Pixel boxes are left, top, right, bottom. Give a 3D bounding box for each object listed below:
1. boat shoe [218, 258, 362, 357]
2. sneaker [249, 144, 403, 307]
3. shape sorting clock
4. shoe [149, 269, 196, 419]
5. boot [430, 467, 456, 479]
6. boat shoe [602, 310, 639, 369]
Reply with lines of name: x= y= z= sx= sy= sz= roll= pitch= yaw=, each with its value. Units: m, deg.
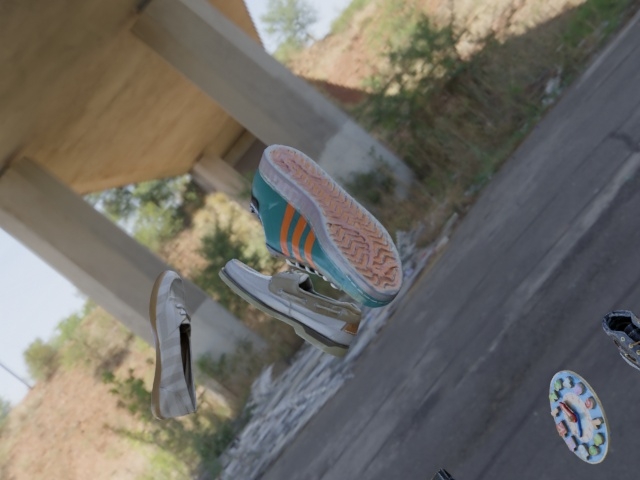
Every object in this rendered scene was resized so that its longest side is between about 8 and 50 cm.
boat shoe: x=-0.055 y=0.108 z=1.568 sx=0.103 sy=0.302 sz=0.113 roll=-61 pitch=-14 yaw=6
sneaker: x=0.000 y=0.000 z=1.106 sx=0.108 sy=0.302 sz=0.121 roll=-7 pitch=-45 yaw=-38
shape sorting clock: x=0.558 y=0.384 z=1.737 sx=0.040 sy=0.206 sz=0.206 roll=-16 pitch=-5 yaw=-12
shoe: x=-0.210 y=0.150 z=1.171 sx=0.076 sy=0.058 sz=0.218 roll=43 pitch=-137 yaw=-68
boot: x=0.151 y=0.424 z=1.048 sx=0.161 sy=0.083 sz=0.246 roll=-36 pitch=37 yaw=12
boat shoe: x=0.478 y=0.158 z=1.163 sx=0.065 sy=0.083 sz=0.183 roll=-43 pitch=12 yaw=-3
